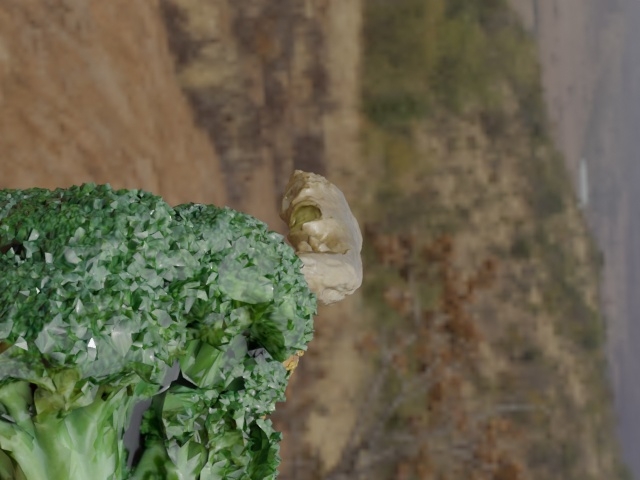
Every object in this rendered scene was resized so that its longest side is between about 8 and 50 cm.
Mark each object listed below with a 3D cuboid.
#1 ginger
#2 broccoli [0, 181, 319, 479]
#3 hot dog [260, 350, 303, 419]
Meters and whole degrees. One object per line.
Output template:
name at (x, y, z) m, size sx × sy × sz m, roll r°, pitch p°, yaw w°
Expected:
ginger at (0.002, 0.003, 1.110) m, size 0.069 × 0.051 × 0.173 m, roll 48°, pitch 11°, yaw -18°
broccoli at (-0.141, 0.093, 0.848) m, size 0.308 × 0.308 × 0.275 m, roll 47°, pitch 23°, yaw -69°
hot dog at (-0.071, 0.167, 1.695) m, size 0.165 × 0.045 × 0.071 m, roll -56°, pitch 170°, yaw -24°
